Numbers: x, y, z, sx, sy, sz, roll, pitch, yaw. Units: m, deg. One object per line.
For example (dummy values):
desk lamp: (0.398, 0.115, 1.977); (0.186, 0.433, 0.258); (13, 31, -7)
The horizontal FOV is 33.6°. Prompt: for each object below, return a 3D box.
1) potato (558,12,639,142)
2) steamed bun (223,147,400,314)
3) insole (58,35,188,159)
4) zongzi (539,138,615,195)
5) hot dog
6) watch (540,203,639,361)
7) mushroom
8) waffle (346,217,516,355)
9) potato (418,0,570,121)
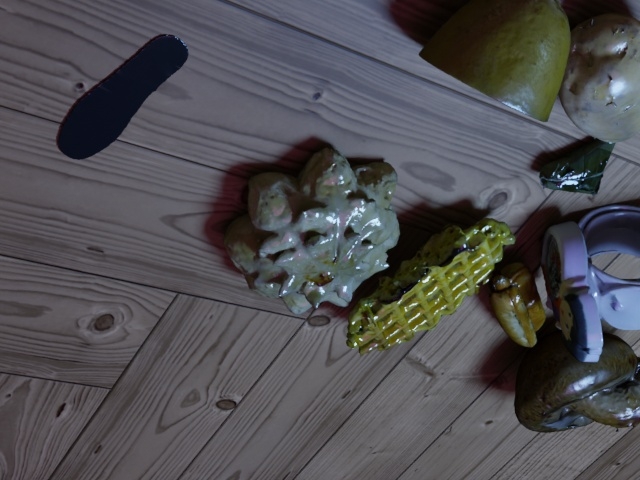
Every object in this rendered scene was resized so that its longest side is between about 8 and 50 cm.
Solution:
potato: (0.417, -0.224, 1.529); (0.161, 0.128, 0.235); (-9, 143, -7)
steamed bun: (0.000, 0.000, 1.591); (0.295, 0.137, 0.292); (-30, 137, 12)
insole: (-0.262, -0.186, 1.384); (0.232, 0.003, 0.080); (-41, 135, 20)
zongzi: (0.409, -0.132, 1.683); (0.109, 0.055, 0.119); (5, 121, -24)
hot dog: (0.345, 0.111, 1.886); (0.102, 0.076, 0.249); (-61, 150, -15)
watch: (0.504, 0.074, 1.792); (0.231, 0.244, 0.196); (-5, 136, -7)
mushroom: (0.509, 0.270, 2.035); (0.283, 0.195, 0.263); (4, 143, -3)
waffle: (0.180, 0.077, 1.743); (0.307, 0.060, 0.312); (-2, 137, -53)
potato: (0.257, -0.263, 1.410); (0.203, 0.178, 0.158); (29, 106, -13)
